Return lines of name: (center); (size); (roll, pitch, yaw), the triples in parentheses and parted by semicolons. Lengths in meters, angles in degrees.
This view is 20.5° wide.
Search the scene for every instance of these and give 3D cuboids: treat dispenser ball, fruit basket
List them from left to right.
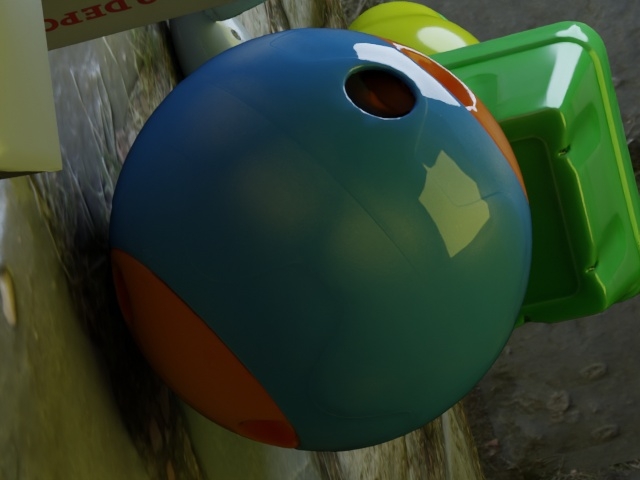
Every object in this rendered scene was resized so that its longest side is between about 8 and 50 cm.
treat dispenser ball: (0.000, 0.000, 1.204); (0.288, 0.288, 0.288); (-14, 90, -81)
fruit basket: (0.081, -0.053, 1.517); (0.392, 0.392, 0.283); (-67, 142, -75)

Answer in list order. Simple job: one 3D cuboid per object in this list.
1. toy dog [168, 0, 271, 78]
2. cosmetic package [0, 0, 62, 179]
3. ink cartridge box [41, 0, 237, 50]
toy dog: (-0.085, -0.291, 1.506); (0.334, 0.161, 0.220); (66, 14, -47)
cosmetic package: (-0.173, -0.139, 0.716); (0.060, 0.099, 0.239); (-6, 89, -70)
ink cartridge box: (-0.147, -0.272, 0.999); (0.270, 0.198, 0.197); (64, 15, -57)
